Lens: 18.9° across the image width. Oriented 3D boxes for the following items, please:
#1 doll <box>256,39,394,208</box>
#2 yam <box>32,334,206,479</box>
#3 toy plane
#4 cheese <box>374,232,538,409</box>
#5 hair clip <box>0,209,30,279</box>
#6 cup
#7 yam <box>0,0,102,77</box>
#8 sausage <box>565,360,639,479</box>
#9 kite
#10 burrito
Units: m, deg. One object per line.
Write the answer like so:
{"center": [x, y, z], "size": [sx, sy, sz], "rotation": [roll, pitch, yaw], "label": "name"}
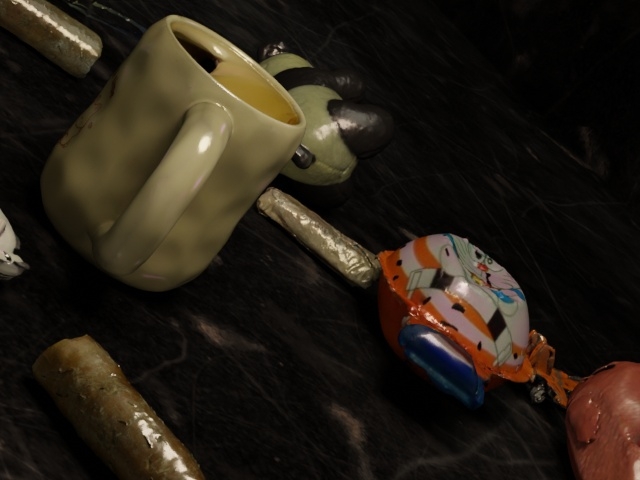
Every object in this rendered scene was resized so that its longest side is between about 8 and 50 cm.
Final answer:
{"center": [-0.015, -0.144, 2.306], "size": [0.135, 0.143, 0.234], "rotation": [22, 23, -33], "label": "doll"}
{"center": [-0.116, 0.160, 1.347], "size": [0.253, 0.061, 0.061], "rotation": [46, 17, 27], "label": "yam"}
{"center": [0.274, 0.170, 2.265], "size": [0.188, 0.062, 0.135], "rotation": [44, 7, -44], "label": "toy plane"}
{"center": [0.137, 0.092, 2.008], "size": [0.217, 0.129, 0.329], "rotation": [38, 15, -1], "label": "cheese"}
{"center": [-0.296, -0.036, 1.508], "size": [0.172, 0.049, 0.116], "rotation": [39, 19, -11], "label": "hair clip"}
{"center": [-0.121, -0.051, 1.659], "size": [0.173, 0.202, 0.255], "rotation": [29, 18, -34], "label": "cup"}
{"center": [-0.296, -0.228, 2.042], "size": [0.132, 0.054, 0.054], "rotation": [33, 16, -20], "label": "yam"}
{"center": [0.342, 0.232, 2.057], "size": [0.152, 0.152, 0.280], "rotation": [35, 18, -18], "label": "sausage"}
{"center": [-0.285, -0.274, 2.134], "size": [0.360, 0.022, 0.204], "rotation": [32, 7, 7], "label": "kite"}
{"center": [0.001, -0.002, 2.121], "size": [0.171, 0.042, 0.051], "rotation": [40, 25, 6], "label": "burrito"}
